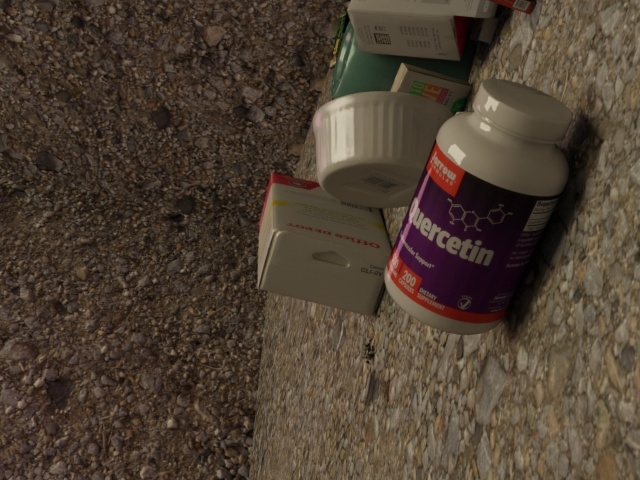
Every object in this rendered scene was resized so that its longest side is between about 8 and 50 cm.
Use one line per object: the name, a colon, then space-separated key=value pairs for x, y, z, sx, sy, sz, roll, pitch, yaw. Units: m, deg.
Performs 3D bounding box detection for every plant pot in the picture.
plant pot: x=0.157 y=-0.357 z=1.964 sx=0.293 sy=0.235 sz=0.293 roll=-165 pitch=90 yaw=-81

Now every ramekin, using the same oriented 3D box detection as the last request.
ramekin: x=0.120 y=-0.163 z=1.805 sx=0.277 sy=0.277 sz=0.135 roll=127 pitch=148 yaw=-68

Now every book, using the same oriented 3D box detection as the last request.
book: x=0.204 y=-0.272 z=1.800 sx=0.035 sy=0.144 sz=0.096 roll=-113 pitch=40 yaw=-52

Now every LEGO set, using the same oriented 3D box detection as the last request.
LEGO set: x=0.099 y=0.243 z=2.069 sx=0.083 sy=0.023 sz=0.054 roll=122 pitch=160 yaw=-63

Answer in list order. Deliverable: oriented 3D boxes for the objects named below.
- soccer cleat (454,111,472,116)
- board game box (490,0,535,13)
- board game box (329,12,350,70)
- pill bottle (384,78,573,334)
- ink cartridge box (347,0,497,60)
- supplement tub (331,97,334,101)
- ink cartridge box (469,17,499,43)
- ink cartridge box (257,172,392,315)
soccer cleat: x=0.253 y=-0.143 z=1.530 sx=0.196 sy=0.076 sz=0.068 roll=-87 pitch=14 yaw=-51
board game box: x=0.294 y=-0.506 z=1.630 sx=0.027 sy=0.145 sz=0.281 roll=118 pitch=163 yaw=-49
board game box: x=0.134 y=-0.394 z=2.145 sx=0.030 sy=0.260 sz=0.136 roll=-15 pitch=57 yaw=48
pill bottle: x=0.215 y=-0.045 z=1.273 sx=0.181 sy=0.182 sz=0.323 roll=-92 pitch=18 yaw=-61
ink cartridge box: x=0.228 y=-0.503 z=1.794 sx=0.130 sy=0.272 sz=0.309 roll=64 pitch=-141 yaw=-58
supplement tub: x=0.113 y=-0.279 z=2.255 sx=0.193 sy=0.194 sz=0.316 roll=131 pitch=152 yaw=-71
ink cartridge box: x=0.303 y=-0.395 z=1.772 sx=0.083 sy=0.028 sz=0.048 roll=-111 pitch=37 yaw=-76
ink cartridge box: x=0.000 y=0.000 z=2.235 sx=0.384 sy=0.279 sz=0.160 roll=-97 pitch=22 yaw=-67
